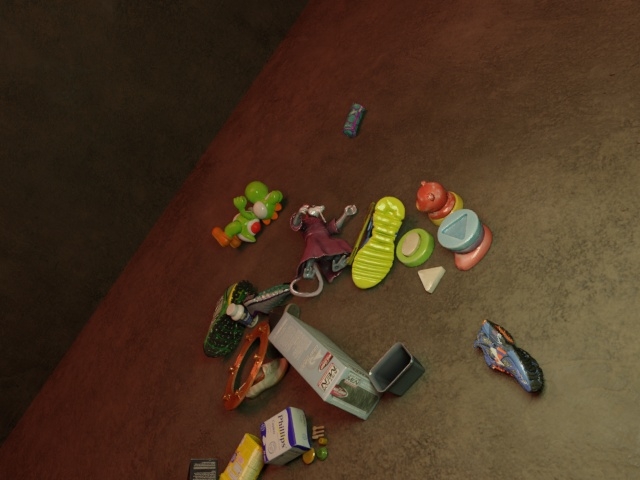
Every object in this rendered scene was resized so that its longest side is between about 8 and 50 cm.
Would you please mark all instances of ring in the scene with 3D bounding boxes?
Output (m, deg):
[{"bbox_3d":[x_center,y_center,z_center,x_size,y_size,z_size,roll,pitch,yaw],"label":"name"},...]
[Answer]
[{"bbox_3d":[-0.276,0.448,1.894,0.336,0.032,0.336,-55,17,26],"label":"ring"}]

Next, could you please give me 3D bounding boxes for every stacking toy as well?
[{"bbox_3d":[0.338,-0.023,1.581,0.279,0.130,0.309,-46,35,12],"label":"stacking toy"}]

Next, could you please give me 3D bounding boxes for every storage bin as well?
[{"bbox_3d":[0.214,0.359,1.438,0.135,0.091,0.098,-48,35,7],"label":"storage bin"}]

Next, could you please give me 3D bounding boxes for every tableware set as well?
[{"bbox_3d":[-0.038,0.622,1.577,0.154,0.024,0.103,-25,47,34],"label":"tableware set"}]

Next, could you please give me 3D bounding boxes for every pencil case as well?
[{"bbox_3d":[0.146,-0.529,2.291,0.070,0.065,0.151,-23,43,60],"label":"pencil case"}]

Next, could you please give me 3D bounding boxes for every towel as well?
[{"bbox_3d":[0.141,-0.027,1.810,0.102,0.021,0.237,106,-173,-47],"label":"towel"}]

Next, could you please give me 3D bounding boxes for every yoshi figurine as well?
[{"bbox_3d":[-0.343,-0.138,2.431,0.362,0.203,0.203,-41,30,14],"label":"yoshi figurine"}]

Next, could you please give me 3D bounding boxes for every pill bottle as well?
[{"bbox_3d":[-0.313,0.297,2.084,0.067,0.120,0.067,-30,42,31],"label":"pill bottle"}]

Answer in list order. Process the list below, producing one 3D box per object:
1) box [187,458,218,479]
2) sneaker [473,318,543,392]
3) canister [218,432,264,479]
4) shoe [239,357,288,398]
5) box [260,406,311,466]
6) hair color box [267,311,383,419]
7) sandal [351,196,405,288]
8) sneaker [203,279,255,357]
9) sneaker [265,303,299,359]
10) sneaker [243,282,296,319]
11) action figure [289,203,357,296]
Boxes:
[{"bbox_3d":[-0.387,0.822,1.698,0.158,0.093,0.155,-100,21,-46],"label":"box"},{"bbox_3d":[0.447,0.287,1.252,0.087,0.083,0.221,-59,27,18],"label":"sneaker"},{"bbox_3d":[-0.242,0.726,1.681,0.126,0.073,0.169,15,72,54],"label":"canister"},{"bbox_3d":[-0.200,0.486,1.846,0.219,0.058,0.076,-43,36,16],"label":"shoe"},{"bbox_3d":[-0.109,0.597,1.591,0.137,0.072,0.126,-38,42,22],"label":"box"},{"bbox_3d":[0.008,0.371,1.587,0.113,0.185,0.374,-56,35,-3],"label":"hair color box"},{"bbox_3d":[0.194,0.014,1.755,0.138,0.126,0.317,97,-163,-86],"label":"sandal"},{"bbox_3d":[-0.387,0.330,2.161,0.146,0.134,0.343,-19,38,49],"label":"sneaker"},{"bbox_3d":[-0.161,0.337,1.920,0.118,0.083,0.222,-14,42,49],"label":"sneaker"},{"bbox_3d":[-0.185,0.237,2.047,0.224,0.098,0.083,-19,15,13],"label":"sneaker"},{"bbox_3d":[0.000,0.000,1.958,0.370,0.248,0.275,-110,36,-49],"label":"action figure"}]
